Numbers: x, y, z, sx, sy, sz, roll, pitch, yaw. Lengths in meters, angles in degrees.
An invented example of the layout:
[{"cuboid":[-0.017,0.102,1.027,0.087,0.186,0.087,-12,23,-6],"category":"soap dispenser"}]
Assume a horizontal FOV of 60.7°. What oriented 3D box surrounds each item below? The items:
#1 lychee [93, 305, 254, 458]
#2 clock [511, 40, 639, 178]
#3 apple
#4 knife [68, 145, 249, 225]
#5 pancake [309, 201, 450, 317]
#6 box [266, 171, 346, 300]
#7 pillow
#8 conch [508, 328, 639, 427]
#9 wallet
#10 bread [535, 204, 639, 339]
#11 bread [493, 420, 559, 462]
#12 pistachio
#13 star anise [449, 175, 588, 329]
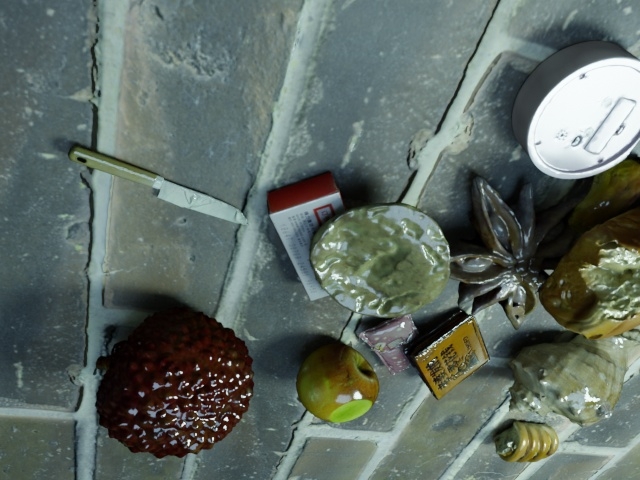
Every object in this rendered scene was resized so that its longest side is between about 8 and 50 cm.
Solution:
[{"cuboid":[-0.268,0.251,0.980,0.300,0.264,0.264,12,129,4],"category":"lychee"},{"cuboid":[0.395,-0.192,0.820,0.196,0.068,0.197,-4,131,-5],"category":"clock"},{"cuboid":[0.031,0.294,1.127,0.147,0.146,0.163,-41,139,15],"category":"apple"},{"cuboid":[-0.243,-0.078,0.861,0.297,0.017,0.047,19,127,-27],"category":"knife"},{"cuboid":[0.102,0.029,0.904,0.241,0.050,0.242,1,127,2],"category":"pancake"},{"cuboid":[0.000,0.000,0.938,0.123,0.050,0.229,-19,129,6],"category":"box"},{"cuboid":[0.164,0.216,1.149,0.118,0.043,0.185,-28,131,8],"category":"pillow"},{"cuboid":[0.571,0.317,1.214,0.324,0.186,0.263,-17,152,10],"category":"conch"},{"cuboid":[0.277,0.249,1.163,0.161,0.042,0.195,-33,128,-3],"category":"wallet"},{"cuboid":[0.527,0.048,0.904,0.344,0.149,0.195,-18,141,-33],"category":"bread"},{"cuboid":[0.548,0.536,1.447,0.177,0.084,0.119,8,129,-19],"category":"bread"},{"cuboid":[0.485,-0.078,0.904,0.173,0.049,0.089,-41,109,-7],"category":"pistachio"},{"cuboid":[0.344,0.032,0.975,0.349,0.109,0.292,4,123,-15],"category":"star anise"}]
